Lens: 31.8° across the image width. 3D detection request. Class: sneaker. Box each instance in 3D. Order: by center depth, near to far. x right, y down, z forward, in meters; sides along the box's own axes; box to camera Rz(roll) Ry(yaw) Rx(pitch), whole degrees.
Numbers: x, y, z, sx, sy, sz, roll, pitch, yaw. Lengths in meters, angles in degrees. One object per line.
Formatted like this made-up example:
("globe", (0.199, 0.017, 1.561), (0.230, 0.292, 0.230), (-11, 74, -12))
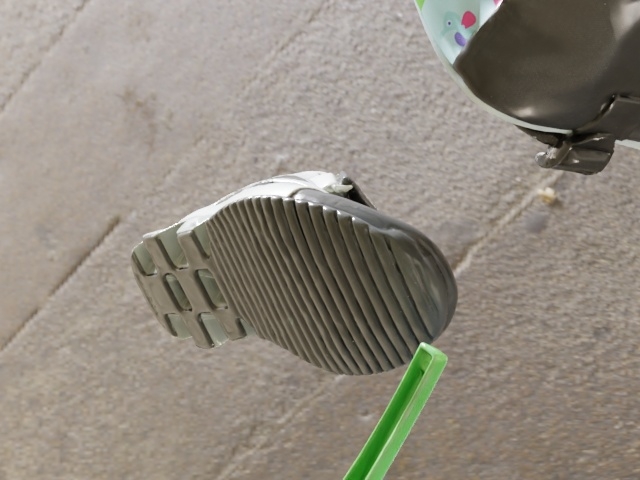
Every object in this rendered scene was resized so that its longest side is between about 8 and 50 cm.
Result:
("sneaker", (0.000, 0.000, 0.747), (0.330, 0.146, 0.122), (3, 118, 58))

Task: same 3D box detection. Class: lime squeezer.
("lime squeezer", (-0.054, 0.170, 0.519), (0.310, 0.110, 0.059), (-33, 18, -12))

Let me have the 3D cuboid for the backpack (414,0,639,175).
("backpack", (0.130, -0.173, 0.490), (0.191, 0.225, 0.254), (-61, 39, 37))
